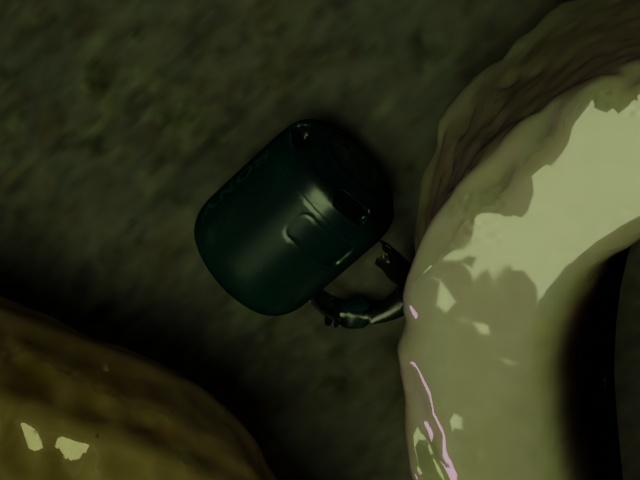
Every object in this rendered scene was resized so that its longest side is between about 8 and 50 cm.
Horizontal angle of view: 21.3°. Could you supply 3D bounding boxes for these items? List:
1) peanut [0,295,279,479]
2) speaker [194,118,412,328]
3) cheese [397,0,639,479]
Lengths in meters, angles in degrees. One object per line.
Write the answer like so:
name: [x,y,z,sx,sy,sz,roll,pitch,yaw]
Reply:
peanut: [-0.122,0.111,0.725,0.325,0.153,0.140,30,153,2]
speaker: [0.001,0.004,0.703,0.094,0.060,0.075,45,114,-7]
cheese: [0.180,0.069,0.635,0.292,0.153,0.332,-3,109,10]
